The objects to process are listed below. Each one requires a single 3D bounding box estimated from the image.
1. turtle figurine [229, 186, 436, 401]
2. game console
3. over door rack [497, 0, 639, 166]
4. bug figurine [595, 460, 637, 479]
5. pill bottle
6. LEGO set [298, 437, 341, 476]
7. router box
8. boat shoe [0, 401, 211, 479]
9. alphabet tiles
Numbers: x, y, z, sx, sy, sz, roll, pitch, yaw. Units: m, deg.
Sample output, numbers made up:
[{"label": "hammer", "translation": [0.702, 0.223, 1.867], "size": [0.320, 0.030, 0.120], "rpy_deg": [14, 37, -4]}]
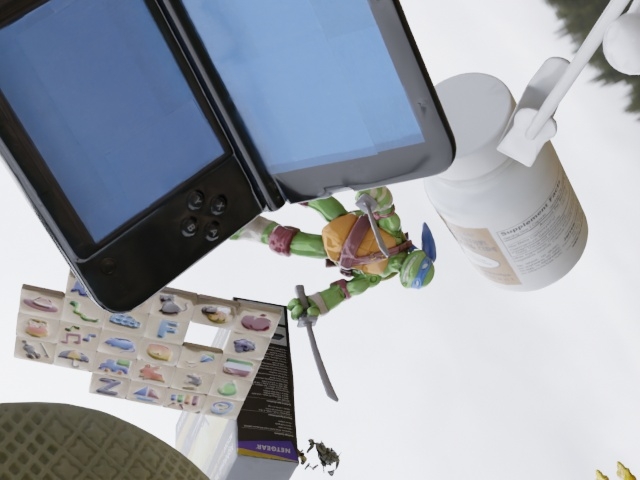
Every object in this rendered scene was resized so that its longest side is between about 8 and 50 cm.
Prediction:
[{"label": "turtle figurine", "translation": [0.000, 0.000, 1.300], "size": [0.266, 0.197, 0.275], "rpy_deg": [28, -132, 21]}, {"label": "game console", "translation": [-0.088, -0.112, 0.704], "size": [0.250, 0.173, 0.293], "rpy_deg": [-39, -61, -23]}, {"label": "over door rack", "translation": [0.028, -0.140, 0.417], "size": [0.240, 0.108, 0.324], "rpy_deg": [29, 162, 3]}, {"label": "bug figurine", "translation": [0.278, 0.173, 0.599], "size": [0.279, 0.216, 0.072], "rpy_deg": [-80, -27, -82]}, {"label": "pill bottle", "translation": [0.175, -0.056, 1.026], "size": [0.229, 0.131, 0.131], "rpy_deg": [50, -154, -48]}, {"label": "LEGO set", "translation": [0.002, 0.260, 1.251], "size": [0.054, 0.023, 0.083], "rpy_deg": [45, -165, 12]}, {"label": "router box", "translation": [-0.119, 0.265, 1.356], "size": [0.081, 0.308, 0.242], "rpy_deg": [11, -137, -17]}, {"label": "boat shoe", "translation": [-0.283, 0.233, 0.816], "size": [0.500, 0.156, 0.186], "rpy_deg": [14, -138, -40]}, {"label": "alphabet tiles", "translation": [-0.176, 0.103, 1.008], "size": [0.237, 0.198, 0.009], "rpy_deg": [13, -132, -10]}]
